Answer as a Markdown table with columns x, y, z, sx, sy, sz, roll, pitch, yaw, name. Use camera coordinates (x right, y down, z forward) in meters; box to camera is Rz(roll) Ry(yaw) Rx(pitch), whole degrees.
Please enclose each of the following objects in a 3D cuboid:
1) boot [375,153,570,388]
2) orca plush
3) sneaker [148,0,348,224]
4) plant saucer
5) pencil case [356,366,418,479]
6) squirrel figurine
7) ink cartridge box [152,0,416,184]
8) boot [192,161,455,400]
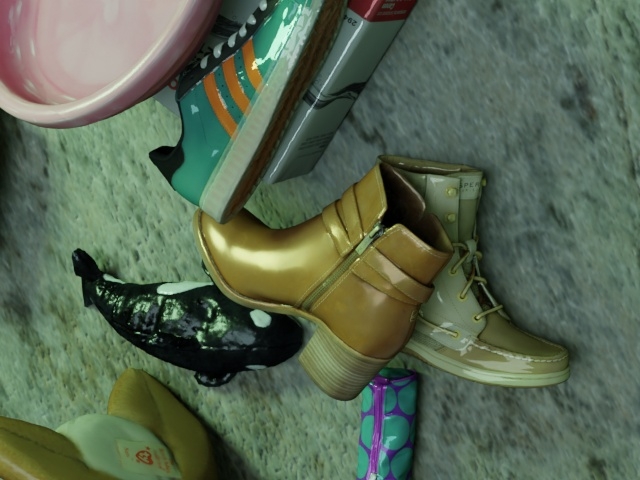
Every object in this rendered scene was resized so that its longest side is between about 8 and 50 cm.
| x | y | z | sx | sy | sz | roll | pitch | yaw | name |
| --- | --- | --- | --- | --- | --- | --- | --- | --- | --- |
| 0.152 | 0.029 | 1.737 | 0.262 | 0.095 | 0.203 | 20 | 106 | 30 | boot |
| -0.169 | 0.082 | 1.885 | 0.287 | 0.102 | 0.151 | 29 | 109 | 18 | orca plush |
| -0.079 | -0.166 | 1.675 | 0.121 | 0.108 | 0.302 | 33 | 113 | 10 | sneaker |
| -0.216 | -0.262 | 1.727 | 0.332 | 0.084 | 0.332 | -15 | 62 | 32 | plant saucer |
| 0.070 | 0.213 | 1.818 | 0.065 | 0.070 | 0.151 | 7 | 100 | 23 | pencil case |
| -0.244 | 0.401 | 1.886 | 0.397 | 0.281 | 0.370 | 37 | 117 | 17 | squirrel figurine |
| -0.042 | -0.224 | 1.772 | 0.197 | 0.114 | 0.273 | 37 | 112 | 14 | ink cartridge box |
| 0.000 | 0.000 | 1.724 | 0.283 | 0.109 | 0.220 | 51 | 127 | 27 | boot |
